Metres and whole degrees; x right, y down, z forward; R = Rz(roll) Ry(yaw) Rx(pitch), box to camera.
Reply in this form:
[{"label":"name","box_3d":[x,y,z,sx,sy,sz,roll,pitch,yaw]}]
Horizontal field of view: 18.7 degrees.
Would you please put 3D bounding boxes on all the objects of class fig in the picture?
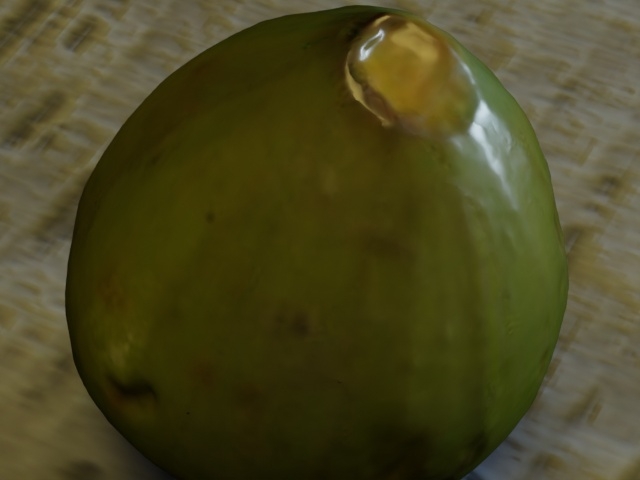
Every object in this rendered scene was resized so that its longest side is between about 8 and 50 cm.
[{"label":"fig","box_3d":[0.000,0.000,0.909,0.239,0.271,0.239,6,48,-7]}]
